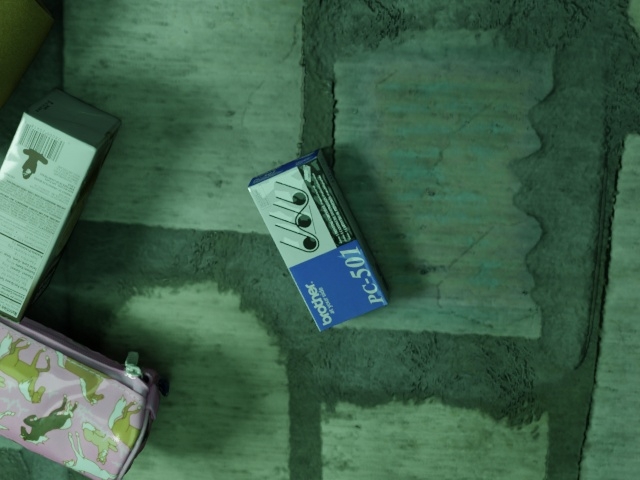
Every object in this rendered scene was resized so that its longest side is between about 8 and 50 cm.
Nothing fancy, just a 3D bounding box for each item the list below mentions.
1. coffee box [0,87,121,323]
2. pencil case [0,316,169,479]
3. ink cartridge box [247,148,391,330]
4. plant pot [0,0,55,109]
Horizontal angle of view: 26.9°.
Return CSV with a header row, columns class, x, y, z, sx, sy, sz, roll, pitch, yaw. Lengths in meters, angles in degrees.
class,x,y,z,sx,sy,sz,roll,pitch,yaw
coffee box,-0.344,-0.044,1.620,0.098,0.141,0.246,26,109,-4
pencil case,-0.388,0.160,1.680,0.386,0.160,0.167,26,80,-3
ink cartridge box,0.000,0.000,1.652,0.097,0.046,0.207,-23,105,13
plant pot,-0.442,-0.219,1.543,0.254,0.237,0.237,-40,101,2
